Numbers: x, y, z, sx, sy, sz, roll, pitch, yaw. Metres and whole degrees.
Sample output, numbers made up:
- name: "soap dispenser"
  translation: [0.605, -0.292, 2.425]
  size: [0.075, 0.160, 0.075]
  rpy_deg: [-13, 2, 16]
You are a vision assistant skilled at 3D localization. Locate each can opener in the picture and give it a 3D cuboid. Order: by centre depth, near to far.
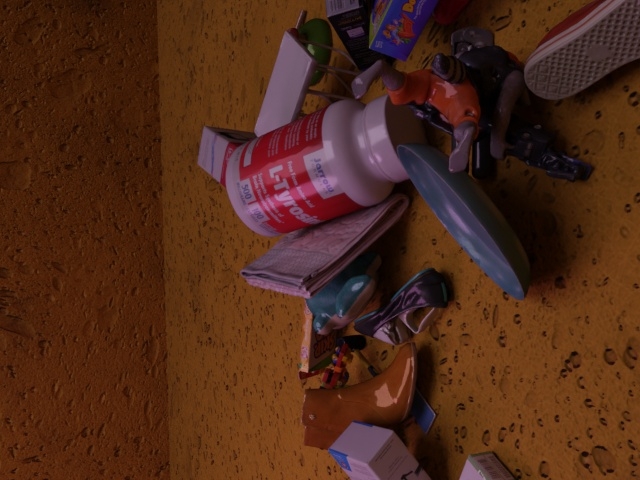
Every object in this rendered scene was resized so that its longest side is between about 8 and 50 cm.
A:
- name: "can opener"
  translation: [0.275, -0.251, 1.176]
  size: [0.095, 0.076, 0.283]
  rpy_deg: [40, -128, -86]

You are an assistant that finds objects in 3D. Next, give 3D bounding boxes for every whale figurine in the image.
- name: "whale figurine"
  translation: [0.041, 0.099, 1.367]
  size: [0.216, 0.141, 0.272]
  rpy_deg: [-52, 2, -2]

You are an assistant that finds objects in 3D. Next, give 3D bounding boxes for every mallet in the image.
- name: "mallet"
  translation: [0.115, 0.279, 1.429]
  size: [0.190, 0.062, 0.039]
  rpy_deg: [42, 126, 37]

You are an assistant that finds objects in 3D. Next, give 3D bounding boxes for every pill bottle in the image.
- name: "pill bottle"
  translation: [0.013, -0.161, 1.360]
  size: [0.408, 0.229, 0.229]
  rpy_deg: [-17, 70, 35]

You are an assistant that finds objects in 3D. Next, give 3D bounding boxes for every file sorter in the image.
- name: "file sorter"
  translation: [-0.026, -0.343, 1.596]
  size: [0.193, 0.173, 0.277]
  rpy_deg: [58, 136, 47]

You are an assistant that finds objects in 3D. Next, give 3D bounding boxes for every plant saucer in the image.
- name: "plant saucer"
  translation: [0.238, -0.040, 1.032]
  size: [0.044, 0.317, 0.317]
  rpy_deg: [-38, 41, 2]

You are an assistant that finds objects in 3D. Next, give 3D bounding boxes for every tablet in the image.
- name: "tablet"
  translation: [0.202, 0.343, 1.285]
  size: [0.083, 0.006, 0.054]
  rpy_deg: [54, 133, 50]

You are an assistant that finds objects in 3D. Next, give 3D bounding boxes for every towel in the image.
- name: "towel"
  translation: [0.000, 0.000, 1.429]
  size: [0.053, 0.317, 0.332]
  rpy_deg: [57, 156, -18]

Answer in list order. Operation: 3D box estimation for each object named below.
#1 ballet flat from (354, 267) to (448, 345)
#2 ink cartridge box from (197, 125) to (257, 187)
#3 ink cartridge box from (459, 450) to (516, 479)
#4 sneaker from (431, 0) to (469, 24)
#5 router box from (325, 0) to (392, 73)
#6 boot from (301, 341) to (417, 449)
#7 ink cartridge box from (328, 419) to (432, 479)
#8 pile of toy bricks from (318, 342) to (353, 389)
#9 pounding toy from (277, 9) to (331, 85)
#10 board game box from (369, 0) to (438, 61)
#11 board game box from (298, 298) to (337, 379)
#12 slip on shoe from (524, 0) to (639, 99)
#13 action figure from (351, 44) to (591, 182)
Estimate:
- name: "ballet flat"
  translation: [0.160, 0.157, 1.298]
  size: [0.280, 0.095, 0.096]
  rpy_deg: [-47, 62, 50]
- name: "ink cartridge box"
  translation: [-0.205, -0.232, 1.853]
  size: [0.306, 0.226, 0.131]
  rpy_deg: [40, 121, 55]
- name: "ink cartridge box"
  translation: [0.282, 0.506, 1.076]
  size: [0.171, 0.056, 0.235]
  rpy_deg: [47, 130, 53]
- name: "sneaker"
  translation: [0.282, -0.486, 1.149]
  size: [0.128, 0.087, 0.221]
  rpy_deg: [58, 137, 48]
- name: "router box"
  translation: [0.073, -0.561, 1.383]
  size: [0.081, 0.243, 0.308]
  rpy_deg: [-11, 74, 18]
- name: "boot"
  translation: [0.072, 0.323, 1.300]
  size: [0.104, 0.211, 0.295]
  rpy_deg: [-76, -2, -69]
- name: "ink cartridge box"
  translation: [0.131, 0.454, 1.214]
  size: [0.203, 0.086, 0.148]
  rpy_deg: [53, 153, -13]
- name: "pile of toy bricks"
  translation: [0.053, 0.343, 1.429]
  size: [0.118, 0.105, 0.212]
  rpy_deg: [-59, -14, -51]
- name: "pounding toy"
  translation: [-0.071, -0.538, 1.762]
  size: [0.237, 0.110, 0.182]
  rpy_deg: [54, 132, 49]
- name: "board game box"
  translation: [0.177, -0.541, 1.215]
  size: [0.233, 0.078, 0.347]
  rpy_deg: [119, 163, -45]
- name: "board game box"
  translation: [0.000, 0.205, 1.544]
  size: [0.039, 0.124, 0.259]
  rpy_deg: [9, 95, 32]
- name: "slip on shoe"
  translation: [0.425, -0.302, 0.854]
  size: [0.331, 0.123, 0.101]
  rpy_deg: [-24, 34, 53]
- name: "action figure"
  translation: [0.259, -0.212, 0.969]
  size: [0.341, 0.330, 0.178]
  rpy_deg: [30, 128, 25]
